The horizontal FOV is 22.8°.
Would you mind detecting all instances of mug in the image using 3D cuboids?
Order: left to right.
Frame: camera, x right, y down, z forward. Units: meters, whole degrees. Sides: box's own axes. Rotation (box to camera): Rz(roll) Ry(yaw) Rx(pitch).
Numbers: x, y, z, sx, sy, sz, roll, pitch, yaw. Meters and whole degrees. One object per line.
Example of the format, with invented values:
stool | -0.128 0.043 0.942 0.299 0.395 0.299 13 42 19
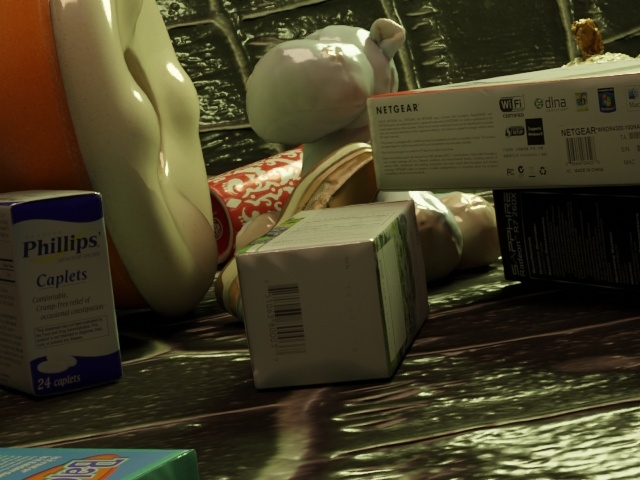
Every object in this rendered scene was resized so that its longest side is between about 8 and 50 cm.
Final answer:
mug | -0.064 -0.022 1.750 0.169 0.150 0.113 -18 49 -40

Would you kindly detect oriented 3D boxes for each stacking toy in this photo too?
stacking toy | -0.352 -0.057 1.375 0.480 0.350 0.350 -14 6 5

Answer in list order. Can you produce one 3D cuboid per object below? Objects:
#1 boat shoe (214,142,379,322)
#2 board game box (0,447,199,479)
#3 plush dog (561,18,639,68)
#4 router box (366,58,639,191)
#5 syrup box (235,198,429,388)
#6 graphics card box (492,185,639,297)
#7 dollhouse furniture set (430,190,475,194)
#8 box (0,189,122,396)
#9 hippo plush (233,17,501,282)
boat shoe | 0.000 0.000 1.314 0.072 0.068 0.190 25 70 46
board game box | -0.180 0.132 0.691 0.210 0.047 0.160 -4 7 28
plush dog | 0.331 -0.131 1.909 0.262 0.210 0.225 -4 31 17
router box | 0.258 -0.103 1.285 0.301 0.082 0.335 -13 8 -40
syrup box | 0.015 0.032 1.131 0.096 0.093 0.237 -6 7 10
graphics card box | 0.330 -0.017 1.231 0.233 0.094 0.371 -10 6 -27
dollhouse furniture set | 0.175 -0.056 1.727 0.152 0.076 0.058 8 9 21
box | -0.206 0.034 1.148 0.072 0.137 0.126 -10 7 -31
hippo plush | 0.050 -0.087 1.484 0.234 0.236 0.294 -3 8 31
